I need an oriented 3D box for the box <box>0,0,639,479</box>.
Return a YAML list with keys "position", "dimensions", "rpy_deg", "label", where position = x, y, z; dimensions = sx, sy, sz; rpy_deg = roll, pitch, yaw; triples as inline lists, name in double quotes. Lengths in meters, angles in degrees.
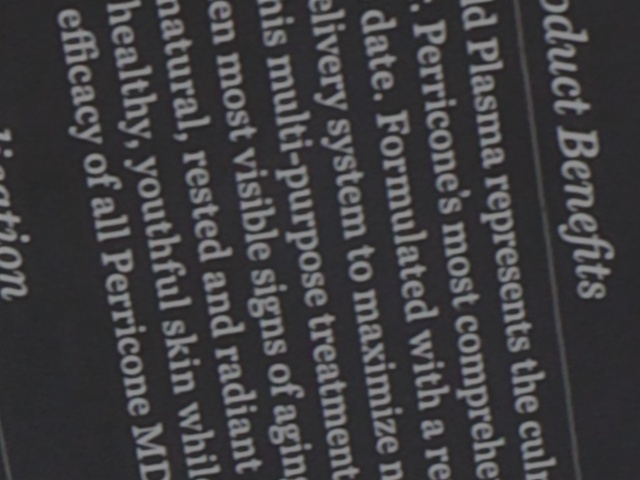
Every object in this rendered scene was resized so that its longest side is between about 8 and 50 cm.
- position: [0.000, 0.000, 0.736]
  dimensions: [0.480, 0.471, 0.297]
  rpy_deg: [-94, 176, -79]
  label: "box"
